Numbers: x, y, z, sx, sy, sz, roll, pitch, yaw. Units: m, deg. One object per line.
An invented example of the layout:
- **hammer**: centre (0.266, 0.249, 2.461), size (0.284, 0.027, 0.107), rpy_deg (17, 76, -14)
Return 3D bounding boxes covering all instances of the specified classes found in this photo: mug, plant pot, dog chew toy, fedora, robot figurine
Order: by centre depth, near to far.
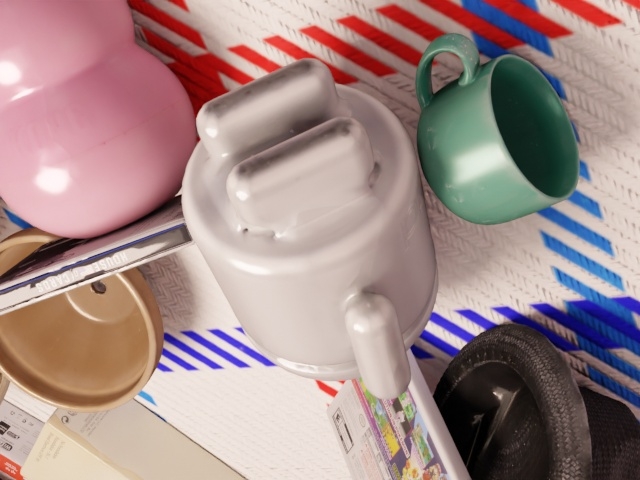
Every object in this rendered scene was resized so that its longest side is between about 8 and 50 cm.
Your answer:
- **mug**: centre (0.139, -0.091, 0.870), size (0.097, 0.129, 0.158), rpy_deg (-24, 80, 40)
- **robot figurine**: centre (0.000, 0.000, 0.922), size (0.199, 0.300, 0.353), rpy_deg (-22, 147, -2)
- **dog chew toy**: centre (-0.256, -0.172, 0.975), size (0.206, 0.206, 0.332), rpy_deg (-13, 109, 35)
- **fedora**: centre (0.221, 0.248, 1.035), size (0.152, 0.334, 0.334), rpy_deg (8, 137, -21)
- **plant pot**: centre (-0.285, 0.078, 1.217), size (0.237, 0.110, 0.237), rpy_deg (7, 117, 15)

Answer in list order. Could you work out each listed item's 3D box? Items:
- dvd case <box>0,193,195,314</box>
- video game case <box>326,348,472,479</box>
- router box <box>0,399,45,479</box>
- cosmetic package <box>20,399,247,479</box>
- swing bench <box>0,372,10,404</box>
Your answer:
- **dvd case**: centre (-0.206, 0.004, 1.006), size (0.238, 0.179, 0.030), rpy_deg (-18, 103, 15)
- **video game case**: centre (0.079, 0.222, 1.117), size (0.183, 0.023, 0.201), rpy_deg (-62, 40, 43)
- **router box**: centre (-0.490, 0.382, 1.591), size (0.335, 0.082, 0.301), rpy_deg (28, 132, 6)
- **cosmetic package**: centre (-0.241, 0.338, 1.405), size (0.309, 0.113, 0.160), rpy_deg (35, 133, 1)
- **swing bench**: centre (-0.574, 0.122, 1.390), size (0.253, 0.165, 0.255), rpy_deg (0, 129, 27)
